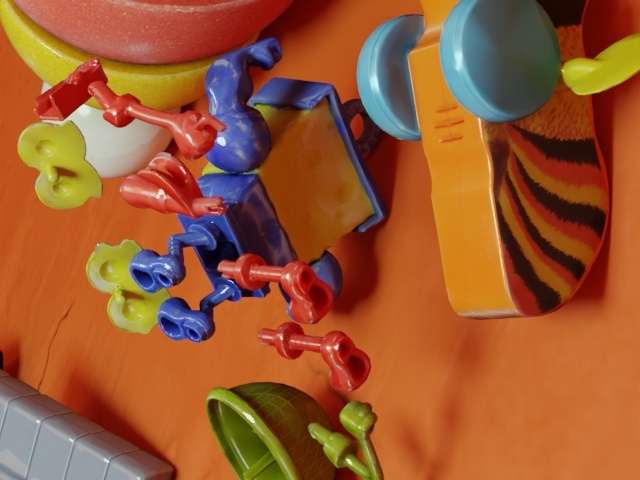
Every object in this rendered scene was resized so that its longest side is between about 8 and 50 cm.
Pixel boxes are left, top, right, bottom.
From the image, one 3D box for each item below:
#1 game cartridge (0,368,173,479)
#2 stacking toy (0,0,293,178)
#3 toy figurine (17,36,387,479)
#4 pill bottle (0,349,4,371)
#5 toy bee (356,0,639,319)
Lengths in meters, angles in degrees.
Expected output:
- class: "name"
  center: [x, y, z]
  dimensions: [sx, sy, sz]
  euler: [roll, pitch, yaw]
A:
- class: "game cartridge"
  center: [-0.271, 0.304, 1.248]
  dimensions: [0.230, 0.068, 0.355]
  euler: [23, 105, 22]
- class: "stacking toy"
  center: [-0.144, -0.214, 1.092]
  dimensions: [0.480, 0.351, 0.350]
  euler: [116, 146, -51]
- class: "toy figurine"
  center: [0.000, 0.000, 0.937]
  dimensions: [0.191, 0.217, 0.362]
  euler: [2, 129, 43]
- class: "pill bottle"
  center: [-0.352, 0.215, 1.418]
  dimensions: [0.123, 0.123, 0.219]
  euler: [-32, 58, 49]
- class: "toy bee"
  center: [0.110, -0.116, 0.798]
  dimensions: [0.195, 0.162, 0.298]
  euler: [24, 128, 47]
